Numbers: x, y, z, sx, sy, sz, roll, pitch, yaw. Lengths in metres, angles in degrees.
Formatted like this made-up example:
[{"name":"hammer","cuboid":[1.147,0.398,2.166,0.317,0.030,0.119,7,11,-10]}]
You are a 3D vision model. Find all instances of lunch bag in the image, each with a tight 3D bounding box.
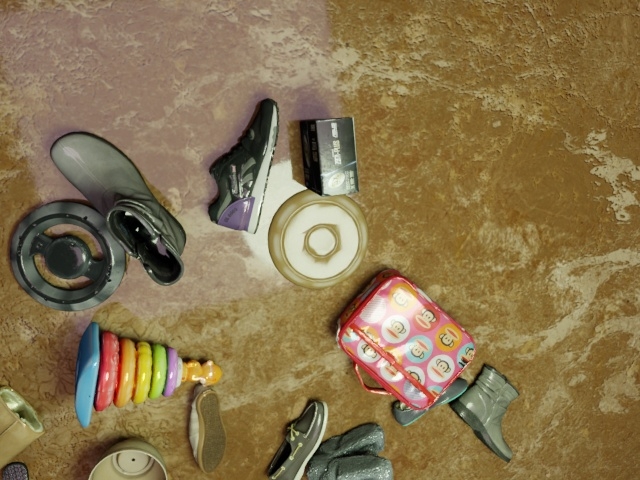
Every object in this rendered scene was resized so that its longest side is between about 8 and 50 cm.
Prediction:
[{"name":"lunch bag","cuboid":[0.181,0.241,1.290,0.293,0.120,0.258,42,92,-8]}]

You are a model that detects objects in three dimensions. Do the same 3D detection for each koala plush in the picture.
[{"name":"koala plush","cuboid":[0.089,0.595,1.326,0.203,0.196,0.221,-18,106,4]}]

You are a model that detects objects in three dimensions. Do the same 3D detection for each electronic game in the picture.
[{"name":"electronic game","cuboid":[-0.515,0.034,1.138,0.229,0.048,0.230,-1,100,-4]}]

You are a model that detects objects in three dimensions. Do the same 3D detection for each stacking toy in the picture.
[{"name":"stacking toy","cuboid":[-0.356,0.279,1.185,0.301,0.166,0.175,6,110,-25]}]

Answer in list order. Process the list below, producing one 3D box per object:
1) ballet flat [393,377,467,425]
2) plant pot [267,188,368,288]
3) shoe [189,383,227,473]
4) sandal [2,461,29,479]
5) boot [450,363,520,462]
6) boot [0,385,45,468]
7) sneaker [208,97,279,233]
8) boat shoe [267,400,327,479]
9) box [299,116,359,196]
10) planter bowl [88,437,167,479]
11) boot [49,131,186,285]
[{"name":"ballet flat","cuboid":[0.267,0.381,1.373,0.203,0.074,0.074,-30,106,-3]},{"name":"plant pot","cuboid":[0.000,0.000,1.252,0.236,0.032,0.237,-3,103,-12]},{"name":"shoe","cuboid":[-0.262,0.431,1.279,0.076,0.058,0.219,-13,111,-41]},{"name":"sandal","cuboid":[-0.665,0.577,1.230,0.067,0.040,0.179,-3,88,-17]},{"name":"boot","cuboid":[0.458,0.444,1.424,0.161,0.083,0.246,-44,108,-7]},{"name":"boot","cuboid":[-0.687,0.482,1.162,0.269,0.089,0.236,-43,96,-2]},{"name":"sneaker","cuboid":[-0.163,-0.159,1.149,0.124,0.107,0.284,12,99,-8]},{"name":"boat shoe","cuboid":[-0.053,0.478,1.315,0.068,0.081,0.228,21,99,-20]},{"name":"box","cuboid":[0.015,-0.175,1.140,0.077,0.180,0.148,-7,103,-11]},{"name":"planter bowl","cuboid":[-0.418,0.508,1.227,0.161,0.109,0.162,-2,101,-12]},{"name":"boot","cuboid":[-0.378,-0.073,1.054,0.338,0.223,0.118,43,91,-17]}]
